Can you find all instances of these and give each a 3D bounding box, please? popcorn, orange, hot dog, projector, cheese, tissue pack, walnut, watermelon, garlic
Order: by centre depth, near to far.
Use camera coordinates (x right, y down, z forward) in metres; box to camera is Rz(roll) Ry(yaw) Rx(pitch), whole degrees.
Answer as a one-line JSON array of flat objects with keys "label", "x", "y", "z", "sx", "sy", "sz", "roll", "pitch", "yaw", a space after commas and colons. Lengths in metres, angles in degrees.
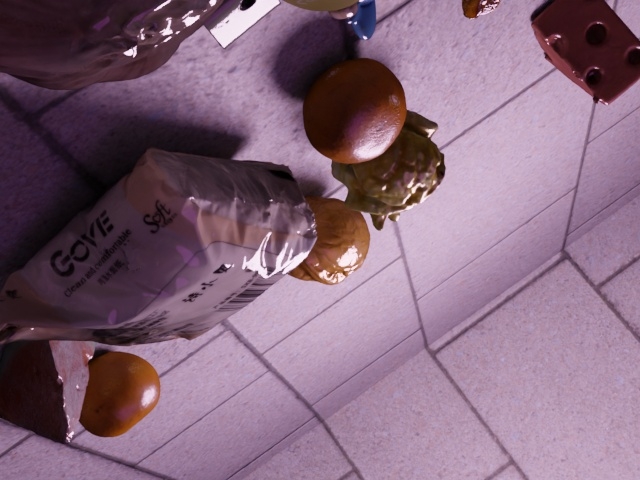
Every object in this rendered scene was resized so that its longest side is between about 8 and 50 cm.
[{"label": "garlic", "x": -0.183, "y": -0.246, "z": 0.757, "sx": 0.318, "sy": 0.259, "sz": 0.317, "roll": -31, "pitch": 153, "yaw": -17}, {"label": "projector", "x": -0.104, "y": -0.270, "z": 1.061, "sx": 0.082, "sy": 0.083, "sz": 0.083, "roll": -38, "pitch": 159, "yaw": 4}, {"label": "tissue pack", "x": -0.219, "y": 0.035, "z": 1.370, "sx": 0.375, "sy": 0.195, "sz": 0.390, "roll": -40, "pitch": 158, "yaw": 20}, {"label": "hot dog", "x": 0.250, "y": -0.392, "z": 1.390, "sx": 0.072, "sy": 0.055, "sz": 0.188, "roll": -24, "pitch": 155, "yaw": -37}, {"label": "orange", "x": 0.047, "y": -0.187, "z": 1.409, "sx": 0.156, "sy": 0.124, "sz": 0.156, "roll": -26, "pitch": 137, "yaw": -27}, {"label": "watermelon", "x": -0.435, "y": 0.213, "z": 1.481, "sx": 0.207, "sy": 0.202, "sz": 0.136, "roll": -42, "pitch": 119, "yaw": 8}, {"label": "popcorn", "x": 0.105, "y": -0.123, "z": 1.562, "sx": 0.167, "sy": 0.185, "sz": 0.187, "roll": -9, "pitch": 159, "yaw": -17}, {"label": "walnut", "x": 0.000, "y": 0.000, "z": 1.688, "sx": 0.159, "sy": 0.159, "sz": 0.207, "roll": -44, "pitch": 163, "yaw": 17}, {"label": "orange", "x": -0.357, "y": 0.263, "z": 1.703, "sx": 0.159, "sy": 0.136, "sz": 0.159, "roll": -37, "pitch": 178, "yaw": -2}, {"label": "cheese", "x": 0.462, "y": -0.349, "z": 1.742, "sx": 0.128, "sy": 0.203, "sz": 0.177, "roll": -44, "pitch": -171, "yaw": 9}]

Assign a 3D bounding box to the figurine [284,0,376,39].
[{"label": "figurine", "x": 0.009, "y": -0.316, "z": 1.013, "sx": 0.154, "sy": 0.180, "sz": 0.262, "roll": -37, "pitch": 168, "yaw": 19}]
